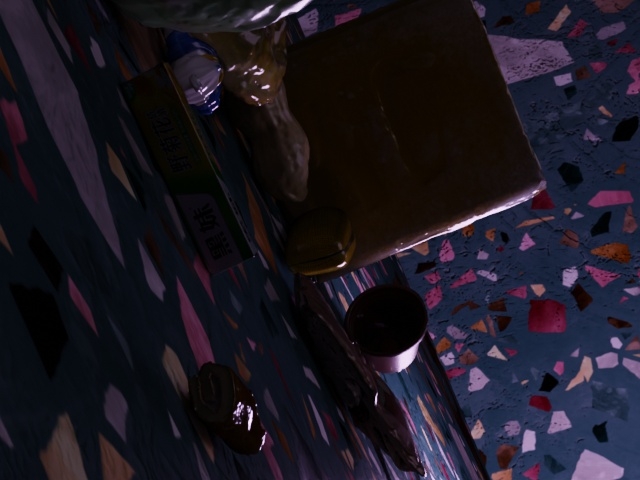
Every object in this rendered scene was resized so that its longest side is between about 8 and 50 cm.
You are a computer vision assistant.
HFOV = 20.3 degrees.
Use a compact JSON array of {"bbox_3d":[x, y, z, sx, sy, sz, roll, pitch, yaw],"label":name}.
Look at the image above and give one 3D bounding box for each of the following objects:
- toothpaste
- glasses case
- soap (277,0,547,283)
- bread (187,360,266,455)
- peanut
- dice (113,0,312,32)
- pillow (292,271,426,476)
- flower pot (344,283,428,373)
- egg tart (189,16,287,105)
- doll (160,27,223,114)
[{"bbox_3d":[-0.108,-0.060,1.480,0.037,0.043,0.178,-54,119,-84],"label":"toothpaste"},{"bbox_3d":[0.000,0.000,2.090,0.234,0.079,0.064,-81,156,-81],"label":"glasses case"},{"bbox_3d":[0.083,-0.139,2.257,0.156,0.335,0.293,-80,149,-80],"label":"soap"},{"bbox_3d":[-0.062,0.112,1.184,0.083,0.036,0.047,58,17,-64],"label":"bread"},{"bbox_3d":[-0.061,-0.129,2.108,0.082,0.082,0.187,30,37,-81],"label":"peanut"},{"bbox_3d":[-0.101,-0.395,1.559,0.318,0.330,0.322,62,1,41],"label":"dice"},{"bbox_3d":[0.036,0.147,1.951,0.248,0.049,0.135,58,7,-24],"label":"pillow"},{"bbox_3d":[0.089,0.125,2.336,0.089,0.111,0.111,78,-8,-56],"label":"flower pot"},{"bbox_3d":[-0.099,-0.264,2.014,0.232,0.098,0.252,56,19,-4],"label":"egg tart"},{"bbox_3d":[-0.125,-0.172,1.778,0.227,0.057,0.114,-107,175,-69],"label":"doll"}]
